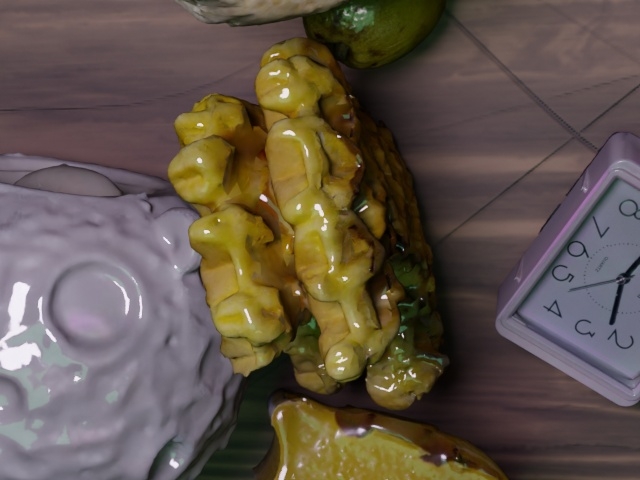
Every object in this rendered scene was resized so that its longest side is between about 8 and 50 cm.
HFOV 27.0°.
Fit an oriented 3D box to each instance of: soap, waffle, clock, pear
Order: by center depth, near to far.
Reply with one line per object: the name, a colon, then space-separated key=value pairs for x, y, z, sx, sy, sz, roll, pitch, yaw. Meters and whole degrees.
waffle: x=0.000 y=0.000 z=1.034 sx=0.151 sy=0.324 sz=0.261 roll=-12 pitch=75 yaw=9
pear: x=0.043 y=-0.191 z=1.037 sx=0.107 sy=0.107 sz=0.131 roll=35 pitch=79 yaw=-5
clock: x=0.255 y=0.027 z=1.122 sx=0.150 sy=0.063 sz=0.197 roll=31 pitch=118 yaw=-4
soap: x=0.062 y=0.215 z=1.130 sx=0.259 sy=0.281 sz=0.143 roll=24 pitch=87 yaw=0

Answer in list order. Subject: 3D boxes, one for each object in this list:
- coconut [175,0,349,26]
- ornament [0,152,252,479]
coconut: x=-0.055 y=-0.355 z=0.848 sx=0.344 sy=0.415 sz=0.415 roll=-10 pitch=115 yaw=-13
ornament: x=-0.220 y=0.089 z=1.105 sx=0.337 sy=0.337 sz=0.337 roll=5 pitch=116 yaw=10
